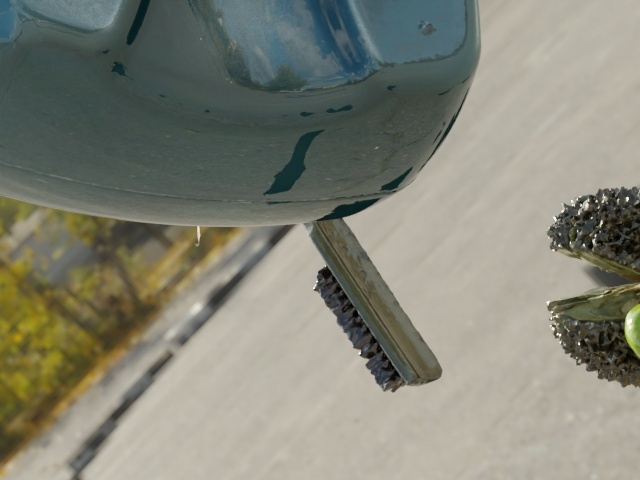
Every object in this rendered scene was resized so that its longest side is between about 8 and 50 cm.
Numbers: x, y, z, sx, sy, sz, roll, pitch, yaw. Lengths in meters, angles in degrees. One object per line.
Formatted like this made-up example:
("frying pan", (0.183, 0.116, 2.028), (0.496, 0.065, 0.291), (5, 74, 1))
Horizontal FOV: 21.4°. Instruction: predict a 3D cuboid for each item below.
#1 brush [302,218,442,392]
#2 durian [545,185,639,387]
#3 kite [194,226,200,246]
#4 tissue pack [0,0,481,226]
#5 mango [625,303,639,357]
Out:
("brush", (0.000, 0.000, 1.157), (0.036, 0.248, 0.043), (-43, -21, 27))
("durian", (0.297, 0.038, 1.560), (0.196, 0.196, 0.167), (-46, 45, -15))
("kite", (-0.090, -0.085, 1.380), (0.241, 0.014, 0.183), (61, -148, -79))
("tissue pack", (-0.074, -0.111, 0.905), (0.206, 0.287, 0.198), (128, 139, -56))
("mango", (0.305, 0.078, 1.420), (0.108, 0.056, 0.073), (1, 1, -36))
